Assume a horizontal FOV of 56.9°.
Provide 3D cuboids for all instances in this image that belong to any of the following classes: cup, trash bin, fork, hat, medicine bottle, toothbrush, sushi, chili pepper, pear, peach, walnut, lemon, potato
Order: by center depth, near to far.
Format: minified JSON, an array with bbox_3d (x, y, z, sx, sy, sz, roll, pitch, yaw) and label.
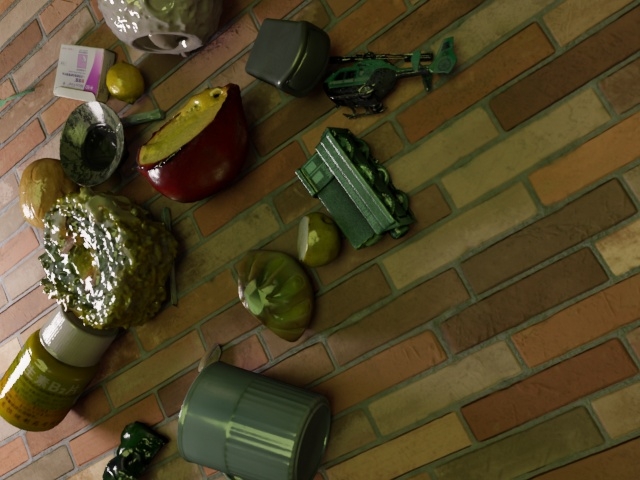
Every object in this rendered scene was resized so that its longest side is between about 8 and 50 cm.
[{"bbox_3d":[-0.161,0.501,1.477,0.310,0.256,0.332,10,91,22],"label":"cup"},{"bbox_3d":[0.000,0.000,1.499,0.103,0.141,0.141,9,93,-18],"label":"pear"},{"bbox_3d":[-0.082,-0.472,1.511,0.236,0.101,0.177,34,105,47],"label":"trash bin"},{"bbox_3d":[-0.311,-0.248,1.597,0.361,0.201,0.258,-44,37,2],"label":"peach"},{"bbox_3d":[-0.310,0.334,1.668,0.093,0.036,0.037,-57,31,-7],"label":"potato"},{"bbox_3d":[-0.607,0.034,1.683,0.396,0.240,0.352,31,104,25],"label":"sushi"},{"bbox_3d":[-0.569,0.665,1.723,0.148,0.116,0.265,30,100,24],"label":"chili pepper"},{"bbox_3d":[-0.439,0.047,1.732,0.028,0.026,0.295,-12,84,31],"label":"toothbrush"},{"bbox_3d":[-0.580,-0.469,1.761,0.109,0.109,0.133,-13,90,23],"label":"lemon"},{"bbox_3d":[-0.783,0.366,1.767,0.224,0.224,0.384,43,104,18],"label":"medicine bottle"},{"bbox_3d":[-0.653,-0.277,1.776,0.265,0.128,0.266,-2,84,20],"label":"hat"},{"bbox_3d":[-0.824,-0.142,1.812,0.193,0.193,0.226,0,81,23],"label":"walnut"},{"bbox_3d":[-0.745,-0.525,1.866,0.200,0.052,0.171,15,95,25],"label":"medicine bottle"},{"bbox_3d":[-1.052,-0.482,2.015,0.234,0.021,0.039,-9,89,22],"label":"fork"}]

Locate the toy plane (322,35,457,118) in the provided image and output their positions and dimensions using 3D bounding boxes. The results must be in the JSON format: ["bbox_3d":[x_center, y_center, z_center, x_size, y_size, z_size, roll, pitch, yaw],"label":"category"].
[{"bbox_3d":[0.146,-0.404,1.453,0.381,0.106,0.156,-1,72,29],"label":"toy plane"}]

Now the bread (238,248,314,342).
[{"bbox_3d":[-0.111,0.119,1.521,0.260,0.158,0.156,44,102,16],"label":"bread"}]

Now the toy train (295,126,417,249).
[{"bbox_3d":[0.084,-0.122,1.459,0.178,0.138,0.330,-41,76,27],"label":"toy train"}]

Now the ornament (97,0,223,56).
[{"bbox_3d":[-0.427,-0.670,1.579,0.336,0.337,0.338,-1,88,23],"label":"ornament"}]

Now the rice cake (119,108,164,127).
[{"bbox_3d":[-0.551,-0.367,1.782,0.180,0.042,0.031,-7,89,24],"label":"rice cake"}]
